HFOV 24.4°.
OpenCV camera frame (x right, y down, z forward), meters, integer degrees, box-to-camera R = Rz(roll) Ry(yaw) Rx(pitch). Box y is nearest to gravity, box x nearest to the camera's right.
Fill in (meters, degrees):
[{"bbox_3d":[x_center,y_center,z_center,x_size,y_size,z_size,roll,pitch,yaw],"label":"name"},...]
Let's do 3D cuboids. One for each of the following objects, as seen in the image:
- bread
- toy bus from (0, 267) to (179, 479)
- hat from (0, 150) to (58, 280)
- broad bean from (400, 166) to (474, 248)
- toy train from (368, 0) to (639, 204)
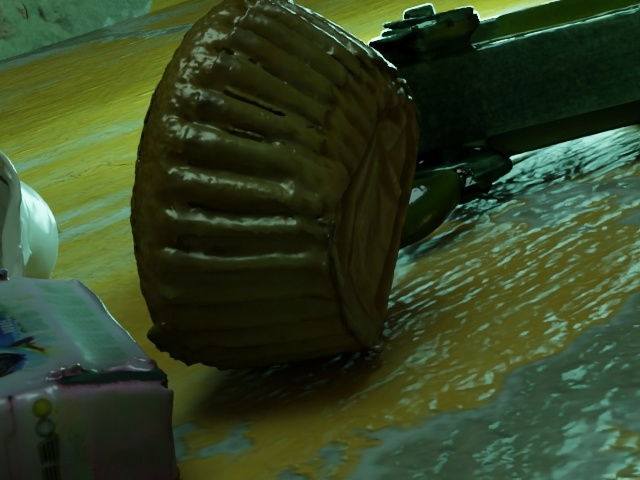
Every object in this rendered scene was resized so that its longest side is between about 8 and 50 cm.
[{"bbox_3d":[-0.024,-0.035,0.907,0.139,0.240,0.240,2,21,22],"label":"bread"},{"bbox_3d":[-0.166,0.085,0.869,0.112,0.090,0.274,-10,14,-18],"label":"toy bus"},{"bbox_3d":[-0.285,0.005,1.151,0.203,0.203,0.126,-9,-3,17],"label":"hat"},{"bbox_3d":[0.002,0.002,1.079,0.254,0.046,0.065,-20,42,-9],"label":"broad bean"},{"bbox_3d":[0.192,-0.141,1.243,0.397,0.160,0.253,-14,8,0],"label":"toy train"}]
